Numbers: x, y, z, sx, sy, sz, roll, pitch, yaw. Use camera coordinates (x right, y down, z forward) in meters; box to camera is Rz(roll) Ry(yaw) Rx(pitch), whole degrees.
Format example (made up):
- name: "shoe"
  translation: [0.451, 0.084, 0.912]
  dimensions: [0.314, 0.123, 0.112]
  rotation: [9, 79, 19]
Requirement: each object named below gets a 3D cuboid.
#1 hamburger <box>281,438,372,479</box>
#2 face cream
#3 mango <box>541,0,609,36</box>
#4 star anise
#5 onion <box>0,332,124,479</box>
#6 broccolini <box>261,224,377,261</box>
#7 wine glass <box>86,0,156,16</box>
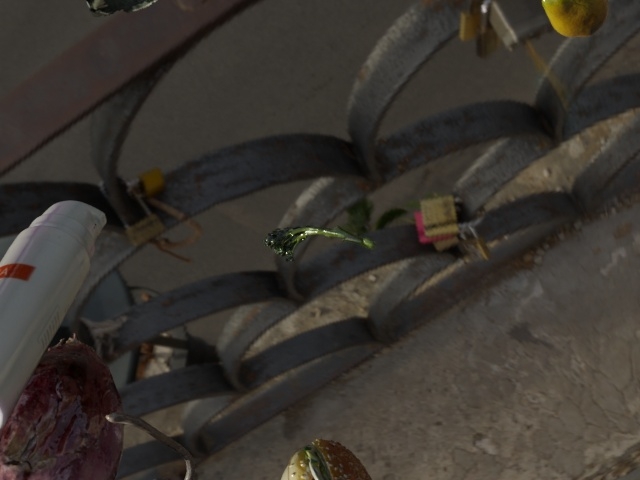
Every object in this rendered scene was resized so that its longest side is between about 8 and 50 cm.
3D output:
- name: "hamburger"
  translation: [0.027, 0.480, 1.813]
  dimensions: [0.147, 0.237, 0.237]
  rotation: [-41, 68, 22]
- name: "face cream"
  translation: [-0.347, 0.071, 1.138]
  dimensions: [0.102, 0.102, 0.345]
  rotation: [-12, 33, 17]
- name: "mango"
  translation: [0.458, -0.413, 1.734]
  dimensions: [0.101, 0.187, 0.066]
  rotation: [-39, 61, 30]
- name: "star anise"
  translation: [-0.205, 0.292, 1.284]
  dimensions: [0.148, 0.218, 0.227]
  rotation: [19, 112, 35]
- name: "onion"
  translation: [-0.363, 0.222, 1.249]
  dimensions: [0.227, 0.120, 0.283]
  rotation: [9, 52, 1]
- name: "broccolini"
  translation: [0.002, -0.006, 1.384]
  dimensions: [0.194, 0.054, 0.052]
  rotation: [-5, 53, 38]
- name: "wine glass"
  translation: [-0.182, -0.267, 0.788]
  dimensions: [0.072, 0.072, 0.155]
  rotation: [-21, 86, 15]
